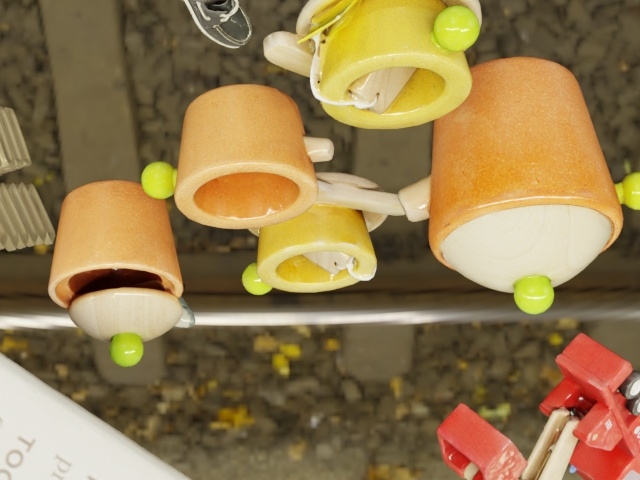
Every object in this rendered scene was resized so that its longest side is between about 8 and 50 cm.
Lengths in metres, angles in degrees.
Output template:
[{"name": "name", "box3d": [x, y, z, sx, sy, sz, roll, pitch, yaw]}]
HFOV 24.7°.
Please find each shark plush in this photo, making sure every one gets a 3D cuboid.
[{"name": "shark plush", "box3d": [-0.198, 0.066, 1.817, 0.067, 0.161, 0.073, 0, 107, -13]}]

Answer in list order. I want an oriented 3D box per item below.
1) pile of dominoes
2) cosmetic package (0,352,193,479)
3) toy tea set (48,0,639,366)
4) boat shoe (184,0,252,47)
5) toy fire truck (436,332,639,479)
[{"name": "pile of dominoes", "box3d": [-0.310, -0.079, 1.286, 0.040, 0.196, 0.251, -19, -179, 5]}, {"name": "cosmetic package", "box3d": [-0.174, 0.292, 0.855, 0.393, 0.327, 0.329, 37, 161, -21]}, {"name": "toy tea set", "box3d": [0.000, 0.000, 0.760, 0.200, 0.124, 0.336, 16, 148, -38]}, {"name": "boat shoe", "box3d": [-0.099, -0.227, 1.368, 0.038, 0.046, 0.125, 15, 150, 47]}, {"name": "toy fire truck", "box3d": [0.161, 0.137, 0.978, 0.135, 0.047, 0.192, -46, 140, -10]}]
